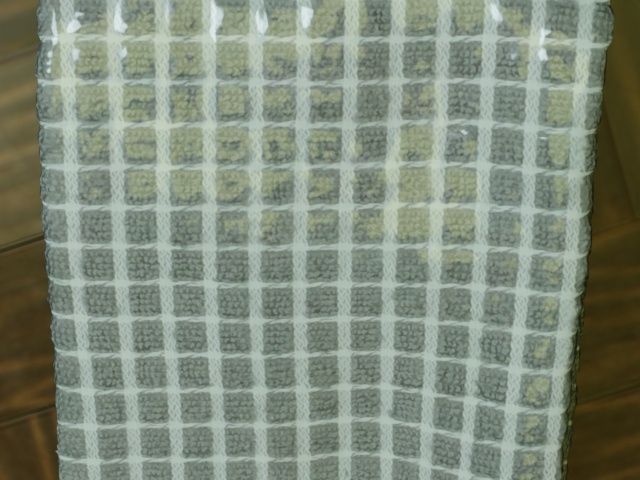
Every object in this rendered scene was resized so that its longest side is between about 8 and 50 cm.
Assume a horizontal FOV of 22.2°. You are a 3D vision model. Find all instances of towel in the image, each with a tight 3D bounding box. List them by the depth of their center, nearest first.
[{"bbox_3d":[0.000,0.000,0.695,0.235,0.121,0.283,0,111,-1],"label":"towel"}]
